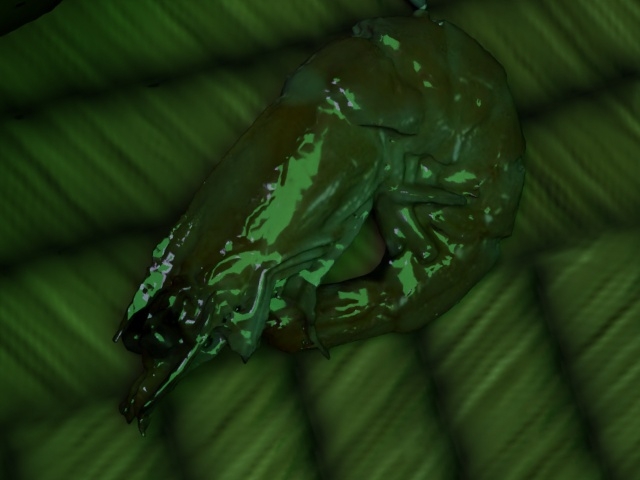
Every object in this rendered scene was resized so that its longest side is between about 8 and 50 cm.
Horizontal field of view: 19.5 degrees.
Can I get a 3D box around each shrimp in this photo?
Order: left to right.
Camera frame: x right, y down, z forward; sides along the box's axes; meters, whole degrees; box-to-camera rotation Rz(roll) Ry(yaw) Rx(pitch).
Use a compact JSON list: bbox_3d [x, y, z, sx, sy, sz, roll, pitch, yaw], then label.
[{"bbox_3d":[0.000,0.000,0.626,0.180,0.041,0.099,-44,112,-17],"label":"shrimp"}]

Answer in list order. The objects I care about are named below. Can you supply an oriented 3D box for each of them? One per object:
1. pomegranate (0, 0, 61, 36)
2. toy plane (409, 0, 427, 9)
[{"bbox_3d":[-0.155,-0.182,0.521,0.231,0.231,0.286,-33,65,-16],"label":"pomegranate"},{"bbox_3d":[0.015,-0.117,0.642,0.078,0.024,0.084,-30,94,2],"label":"toy plane"}]
